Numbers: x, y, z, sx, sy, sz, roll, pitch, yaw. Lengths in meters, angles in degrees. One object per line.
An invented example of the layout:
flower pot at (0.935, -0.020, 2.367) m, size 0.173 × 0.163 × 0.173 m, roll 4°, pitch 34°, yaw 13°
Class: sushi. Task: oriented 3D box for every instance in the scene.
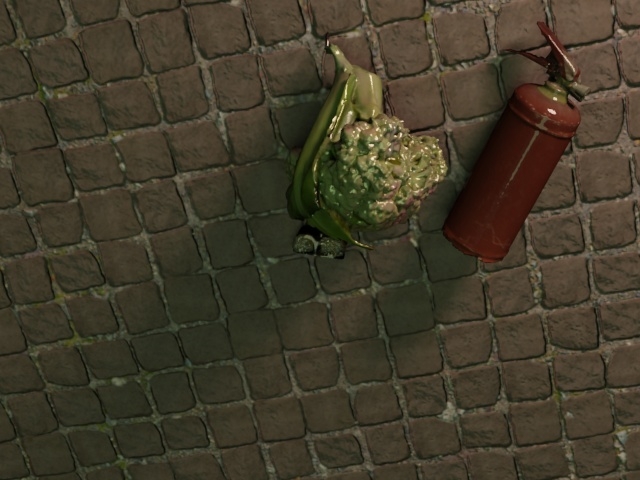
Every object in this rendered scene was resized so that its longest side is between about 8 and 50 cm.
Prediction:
sushi at (0.000, 0.000, 1.808) m, size 0.083 × 0.044 × 0.046 m, roll 8°, pitch 95°, yaw -1°

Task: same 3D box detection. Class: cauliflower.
cauliflower at (0.052, -0.141, 1.649) m, size 0.238 × 0.256 × 0.316 m, roll -2°, pitch 86°, yaw 10°

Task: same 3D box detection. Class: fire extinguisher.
fire extinguisher at (0.273, -0.142, 1.681) m, size 0.147 × 0.106 × 0.337 m, roll 33°, pitch 116°, yaw 16°
